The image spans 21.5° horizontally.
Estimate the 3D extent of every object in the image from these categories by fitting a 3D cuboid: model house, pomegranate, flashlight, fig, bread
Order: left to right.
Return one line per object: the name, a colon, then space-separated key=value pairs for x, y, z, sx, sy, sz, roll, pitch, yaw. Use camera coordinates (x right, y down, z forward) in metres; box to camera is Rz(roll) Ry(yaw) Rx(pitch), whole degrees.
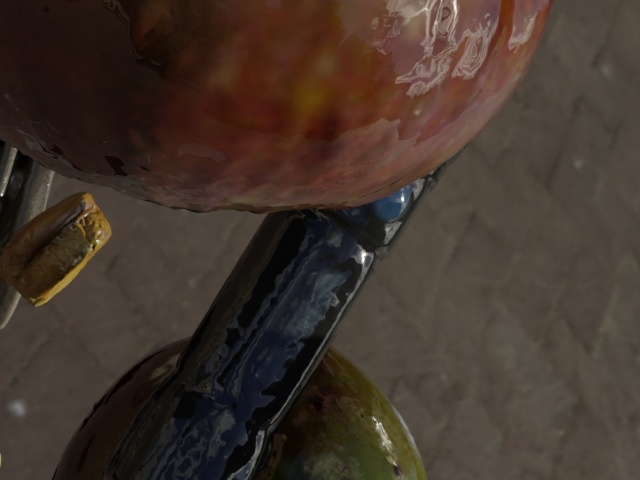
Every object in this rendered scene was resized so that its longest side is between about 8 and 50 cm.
model house: x=-0.356 y=-0.040 z=1.637 sx=0.188 sy=0.122 sz=0.229 roll=14 pitch=81 yaw=-3
bread: x=-0.176 y=0.005 z=1.110 sx=0.081 sy=0.083 sz=0.046 roll=-42 pitch=88 yaw=-10
pomegranate: x=-0.063 y=0.235 z=1.248 sx=0.291 sy=0.291 sz=0.323 roll=-53 pitch=154 yaw=-52
fig: x=-0.018 y=-0.121 z=0.365 sx=0.160 sy=0.143 sz=0.230 roll=7 pitch=90 yaw=-11
flashlight: x=0.000 y=0.000 z=1.061 sx=0.103 sy=0.103 sz=0.424 roll=38 pitch=78 yaw=-30
